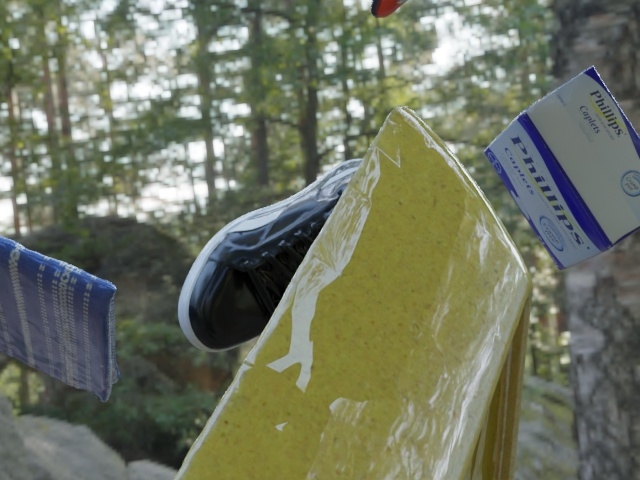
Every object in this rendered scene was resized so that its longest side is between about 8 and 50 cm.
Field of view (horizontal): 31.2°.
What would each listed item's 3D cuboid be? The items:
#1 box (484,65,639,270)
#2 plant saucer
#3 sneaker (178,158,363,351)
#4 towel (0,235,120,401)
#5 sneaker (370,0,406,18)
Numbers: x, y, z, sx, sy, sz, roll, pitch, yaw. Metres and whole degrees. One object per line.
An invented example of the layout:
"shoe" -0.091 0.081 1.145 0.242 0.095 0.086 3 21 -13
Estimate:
"box" 0.205 -0.053 0.924 0.072 0.126 0.137 -31 -6 -9
"plant saucer" 0.023 0.164 0.503 0.081 0.333 0.333 11 40 17
"sneaker" 0.000 0.000 0.829 0.217 0.079 0.121 -40 17 -28
"towel" -0.301 0.006 0.865 0.336 0.040 0.243 25 -25 2
"sneaker" -0.056 -0.284 0.800 0.350 0.148 0.131 34 11 2
